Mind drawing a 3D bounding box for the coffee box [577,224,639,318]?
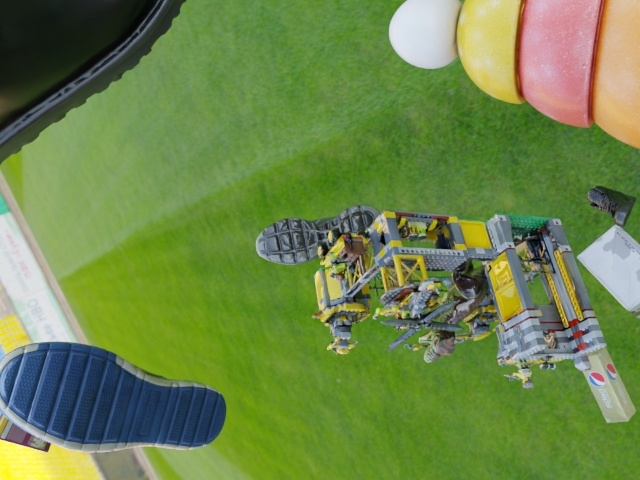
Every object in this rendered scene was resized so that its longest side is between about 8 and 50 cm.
[{"bbox_3d":[0.748,0.096,1.345,0.119,0.297,0.168,-46,48,20],"label":"coffee box"}]

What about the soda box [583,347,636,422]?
[{"bbox_3d":[0.729,0.368,1.463,0.058,0.061,0.181,-30,82,48],"label":"soda box"}]

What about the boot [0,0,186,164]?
[{"bbox_3d":[-0.233,-0.150,0.333,0.131,0.348,0.260,45,-177,4],"label":"boot"}]

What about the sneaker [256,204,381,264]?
[{"bbox_3d":[0.000,0.000,1.207,0.106,0.268,0.101,76,-176,-76],"label":"sneaker"}]

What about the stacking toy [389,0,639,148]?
[{"bbox_3d":[0.320,-0.305,0.819,0.480,0.350,0.350,12,129,26],"label":"stacking toy"}]

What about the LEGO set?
[{"bbox_3d":[0.159,0.097,0.688,0.255,0.332,0.192,-44,46,49],"label":"LEGO set"}]

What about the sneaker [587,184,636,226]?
[{"bbox_3d":[0.563,-0.073,1.125,0.089,0.170,0.051,23,116,26],"label":"sneaker"}]

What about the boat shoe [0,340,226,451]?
[{"bbox_3d":[-0.157,0.119,0.421,0.066,0.066,0.183,-3,153,40],"label":"boat shoe"}]

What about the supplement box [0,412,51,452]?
[{"bbox_3d":[-0.408,0.253,0.789,0.043,0.054,0.083,-6,146,37],"label":"supplement box"}]
